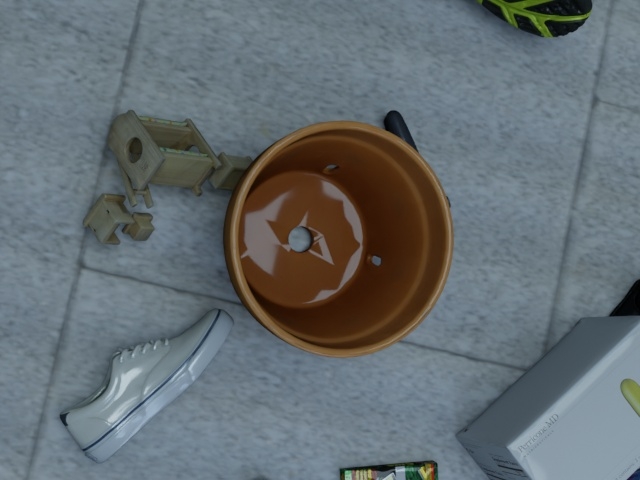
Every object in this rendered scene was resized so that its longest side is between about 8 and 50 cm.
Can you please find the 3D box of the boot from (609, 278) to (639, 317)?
[{"bbox_3d":[0.458,0.097,1.938,0.045,0.099,0.121,35,79,-8],"label":"boot"}]

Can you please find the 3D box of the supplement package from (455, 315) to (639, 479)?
[{"bbox_3d":[0.349,0.238,1.847,0.262,0.204,0.145,-41,96,-13],"label":"supplement package"}]

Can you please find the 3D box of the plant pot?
[{"bbox_3d":[0.000,0.000,1.768,0.291,0.203,0.291,0,89,-18],"label":"plant pot"}]

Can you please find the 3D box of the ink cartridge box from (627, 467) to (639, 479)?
[{"bbox_3d":[0.433,0.538,1.813,0.270,0.151,0.395,35,59,-5],"label":"ink cartridge box"}]

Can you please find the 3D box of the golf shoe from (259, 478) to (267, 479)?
[{"bbox_3d":[-0.048,0.398,1.798,0.069,0.086,0.176,-22,90,-13],"label":"golf shoe"}]

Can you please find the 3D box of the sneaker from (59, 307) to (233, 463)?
[{"bbox_3d":[-0.224,0.169,1.764,0.258,0.094,0.091,-44,102,-12],"label":"sneaker"}]

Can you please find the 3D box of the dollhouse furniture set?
[{"bbox_3d":[-0.210,-0.078,1.814,0.182,0.161,0.101,5,42,-50],"label":"dollhouse furniture set"}]

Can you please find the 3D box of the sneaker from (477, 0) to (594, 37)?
[{"bbox_3d":[0.208,-0.423,1.913,0.384,0.145,0.147,29,49,-8],"label":"sneaker"}]

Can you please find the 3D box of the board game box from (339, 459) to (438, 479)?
[{"bbox_3d":[0.101,0.435,1.863,0.136,0.030,0.260,-3,87,-17],"label":"board game box"}]

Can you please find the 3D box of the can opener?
[{"bbox_3d":[0.128,-0.091,1.889,0.073,0.059,0.186,-17,91,-14],"label":"can opener"}]
